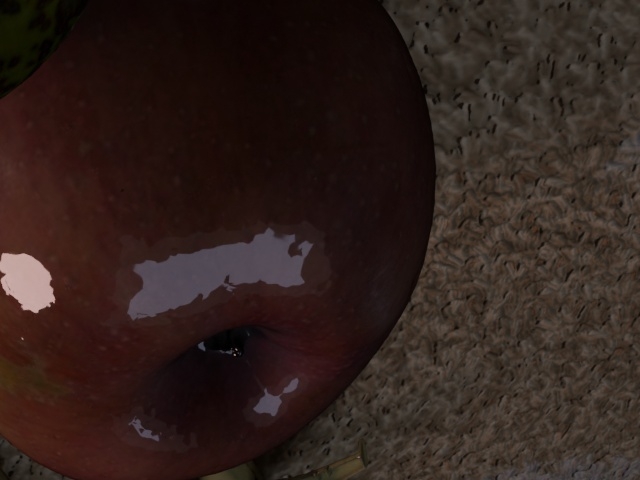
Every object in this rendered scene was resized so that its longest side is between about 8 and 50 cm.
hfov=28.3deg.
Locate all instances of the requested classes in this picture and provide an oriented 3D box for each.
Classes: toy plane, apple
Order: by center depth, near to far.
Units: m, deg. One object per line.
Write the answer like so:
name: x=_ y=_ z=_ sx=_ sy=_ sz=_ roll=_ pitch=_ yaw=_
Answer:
apple: x=-0.078 y=-0.017 z=0.679 sx=0.305 sy=0.235 sz=0.306 roll=-14 pitch=139 yaw=-12
toy plane: x=-0.067 y=0.217 z=1.061 sx=0.229 sy=0.092 sz=0.244 roll=-7 pitch=138 yaw=7

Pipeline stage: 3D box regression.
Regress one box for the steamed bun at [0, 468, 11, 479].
steamed bun: x=-0.341 y=0.270 z=0.906 sx=0.276 sy=0.203 sz=0.289 roll=1 pitch=136 yaw=-24

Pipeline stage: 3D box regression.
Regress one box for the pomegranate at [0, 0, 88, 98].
pomegranate: x=-0.164 y=-0.168 z=0.499 sx=0.276 sy=0.204 sz=0.222 roll=-29 pitch=114 yaw=-4
